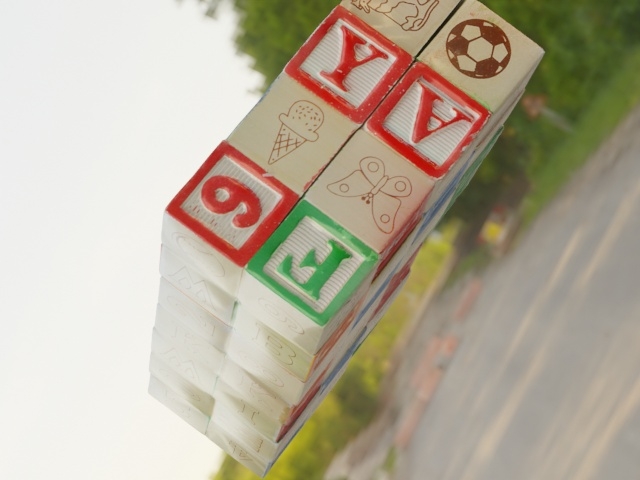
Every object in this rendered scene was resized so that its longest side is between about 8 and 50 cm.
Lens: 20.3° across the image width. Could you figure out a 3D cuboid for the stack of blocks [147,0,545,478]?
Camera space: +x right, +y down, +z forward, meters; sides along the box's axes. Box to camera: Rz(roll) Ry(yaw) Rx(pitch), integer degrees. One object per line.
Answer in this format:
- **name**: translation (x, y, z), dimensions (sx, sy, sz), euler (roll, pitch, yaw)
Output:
- **stack of blocks**: translation (0.000, 0.000, 0.910), dimensions (0.171, 0.087, 0.297), euler (-51, -7, -20)
